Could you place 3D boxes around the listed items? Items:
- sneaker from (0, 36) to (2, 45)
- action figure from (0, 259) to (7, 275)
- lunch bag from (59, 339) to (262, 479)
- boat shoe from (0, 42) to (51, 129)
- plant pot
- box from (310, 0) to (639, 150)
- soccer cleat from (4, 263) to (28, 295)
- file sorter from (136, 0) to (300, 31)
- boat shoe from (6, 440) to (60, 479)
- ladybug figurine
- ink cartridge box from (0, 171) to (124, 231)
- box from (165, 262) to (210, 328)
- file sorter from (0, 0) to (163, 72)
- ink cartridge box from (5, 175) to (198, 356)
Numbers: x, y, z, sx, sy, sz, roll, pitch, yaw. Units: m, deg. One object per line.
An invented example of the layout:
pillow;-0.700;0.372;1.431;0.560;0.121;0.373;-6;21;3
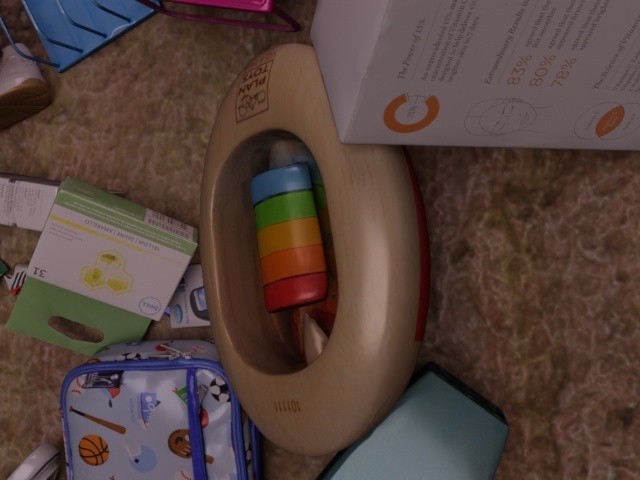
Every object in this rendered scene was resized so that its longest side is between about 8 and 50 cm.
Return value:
sneaker;-0.486;-0.284;0.973;0.127;0.126;0.321;-33;50;-12
action figure;-0.547;0.099;1.072;0.137;0.063;0.232;33;103;8
lunch bag;-0.185;0.265;0.955;0.243;0.115;0.303;-2;100;10
boat shoe;-0.498;-0.178;1.026;0.277;0.098;0.096;-23;76;0
plant pot;0.101;0.265;0.877;0.165;0.166;0.234;35;94;9
box;0.189;-0.215;0.704;0.345;0.215;0.168;-1;51;-17
soccer cleat;-0.394;0.042;1.046;0.083;0.029;0.035;-32;90;18
file sorter;-0.108;-0.399;0.872;0.202;0.182;0.290;10;97;12
boat shoe;-0.403;0.391;1.037;0.088;0.096;0.267;33;101;5
ladybug figurine;0.000;0.000;0.847;0.305;0.162;0.449;-13;79;45
ink cartridge box;-0.358;-0.047;0.993;0.180;0.104;0.060;10;95;13
box;-0.144;0.068;0.989;0.136;0.028;0.081;-6;92;12
file sorter;-0.312;-0.310;0.966;0.170;0.104;0.118;-27;86;14
ink cartridge box;-0.274;0.058;0.947;0.171;0.056;0.235;23;111;-18
